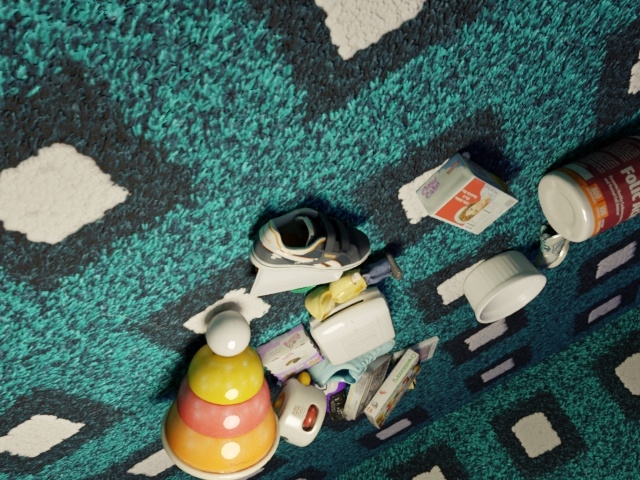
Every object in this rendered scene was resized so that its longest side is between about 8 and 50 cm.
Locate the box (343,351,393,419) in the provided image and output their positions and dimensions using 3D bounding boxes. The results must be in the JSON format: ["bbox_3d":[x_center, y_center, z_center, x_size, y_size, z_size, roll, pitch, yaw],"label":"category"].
[{"bbox_3d":[0.180,0.540,2.225,0.183,0.056,0.230,-25,136,-49],"label":"box"}]

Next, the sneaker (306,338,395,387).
[{"bbox_3d":[0.120,0.432,2.061,0.366,0.150,0.135,-12,145,-24],"label":"sneaker"}]

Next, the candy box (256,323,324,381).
[{"bbox_3d":[-0.093,0.362,1.875,0.165,0.070,0.196,-28,148,-1],"label":"candy box"}]

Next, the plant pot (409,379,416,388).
[{"bbox_3d":[0.358,0.596,2.524,0.083,0.081,0.081,-12,174,17],"label":"plant pot"}]

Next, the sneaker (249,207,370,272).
[{"bbox_3d":[0.000,0.000,1.390,0.321,0.126,0.127,-5,145,-31],"label":"sneaker"}]

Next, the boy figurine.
[{"bbox_3d":[0.090,0.129,1.664,0.285,0.092,0.177,-28,163,-6],"label":"boy figurine"}]

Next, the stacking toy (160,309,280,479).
[{"bbox_3d":[-0.259,0.392,1.649,0.351,0.350,0.479,-7,125,-30],"label":"stacking toy"}]

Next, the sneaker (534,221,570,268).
[{"bbox_3d":[0.798,-0.011,2.028,0.122,0.110,0.283,4,136,-15],"label":"sneaker"}]

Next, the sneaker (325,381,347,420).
[{"bbox_3d":[0.068,0.612,2.274,0.102,0.146,0.293,-17,147,-17],"label":"sneaker"}]

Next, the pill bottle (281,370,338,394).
[{"bbox_3d":[-0.035,0.512,2.093,0.194,0.108,0.108,3,136,-39],"label":"pill bottle"}]

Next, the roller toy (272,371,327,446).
[{"bbox_3d":[-0.081,0.549,1.895,0.146,0.191,0.209,26,117,-13],"label":"roller toy"}]

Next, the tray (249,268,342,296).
[{"bbox_3d":[-0.048,0.068,1.498,0.271,0.030,0.145,-8,142,-31],"label":"tray"}]

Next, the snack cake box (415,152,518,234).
[{"bbox_3d":[0.392,-0.116,1.560,0.152,0.089,0.264,-43,145,25],"label":"snack cake box"}]

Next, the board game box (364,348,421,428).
[{"bbox_3d":[0.293,0.592,2.344,0.305,0.053,0.193,-51,152,-16],"label":"board game box"}]

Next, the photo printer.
[{"bbox_3d":[0.102,0.268,1.852,0.256,0.107,0.307,-26,149,-1],"label":"photo printer"}]

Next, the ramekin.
[{"bbox_3d":[0.646,0.160,2.094,0.277,0.135,0.277,-20,147,-13],"label":"ramekin"}]

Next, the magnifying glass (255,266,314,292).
[{"bbox_3d":[-0.085,0.093,1.553,0.092,0.026,0.231,-42,147,21],"label":"magnifying glass"}]

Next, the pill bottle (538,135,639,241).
[{"bbox_3d":[0.868,-0.170,1.718,0.392,0.224,0.224,-25,148,-6],"label":"pill bottle"}]

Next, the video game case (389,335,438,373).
[{"bbox_3d":[0.389,0.480,2.450,0.201,0.023,0.183,-19,147,-14],"label":"video game case"}]
